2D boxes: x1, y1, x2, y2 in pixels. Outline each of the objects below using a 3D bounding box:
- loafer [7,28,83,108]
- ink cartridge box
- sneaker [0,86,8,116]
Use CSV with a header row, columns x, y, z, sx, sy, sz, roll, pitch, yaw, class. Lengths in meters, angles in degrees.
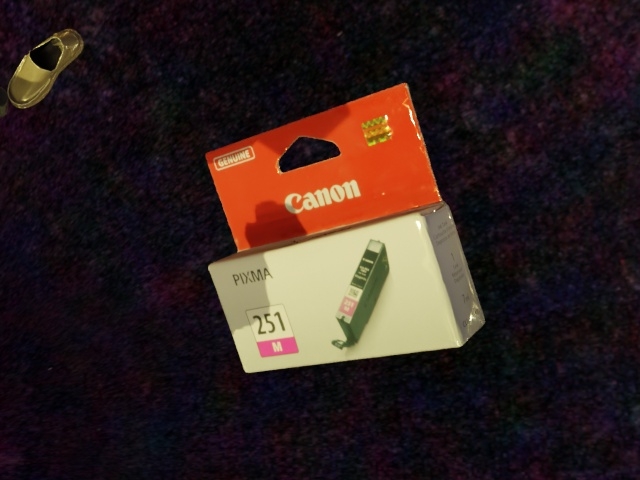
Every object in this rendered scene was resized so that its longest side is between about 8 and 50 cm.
x,y,z,sx,sy,sz,roll,pitch,yaw,class
-0.409,-0.252,1.228,0.056,0.148,0.050,46,15,4,loafer
0.000,0.000,0.836,0.060,0.275,0.238,-29,102,-52,ink cartridge box
-0.334,-0.075,0.717,0.094,0.256,0.151,42,64,-9,sneaker
